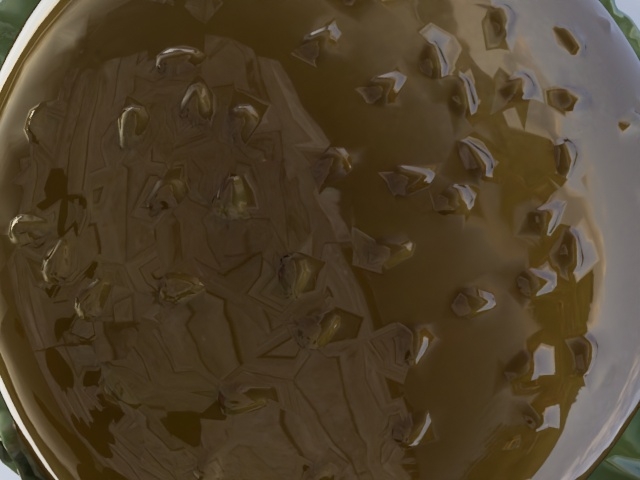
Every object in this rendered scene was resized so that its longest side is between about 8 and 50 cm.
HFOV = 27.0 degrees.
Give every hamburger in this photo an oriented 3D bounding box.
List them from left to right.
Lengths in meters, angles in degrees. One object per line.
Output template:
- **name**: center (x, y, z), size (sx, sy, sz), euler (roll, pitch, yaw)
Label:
- **hamburger**: center (0.000, 0.000, 0.458), size (0.274, 0.212, 0.274), euler (1, -104, -4)
